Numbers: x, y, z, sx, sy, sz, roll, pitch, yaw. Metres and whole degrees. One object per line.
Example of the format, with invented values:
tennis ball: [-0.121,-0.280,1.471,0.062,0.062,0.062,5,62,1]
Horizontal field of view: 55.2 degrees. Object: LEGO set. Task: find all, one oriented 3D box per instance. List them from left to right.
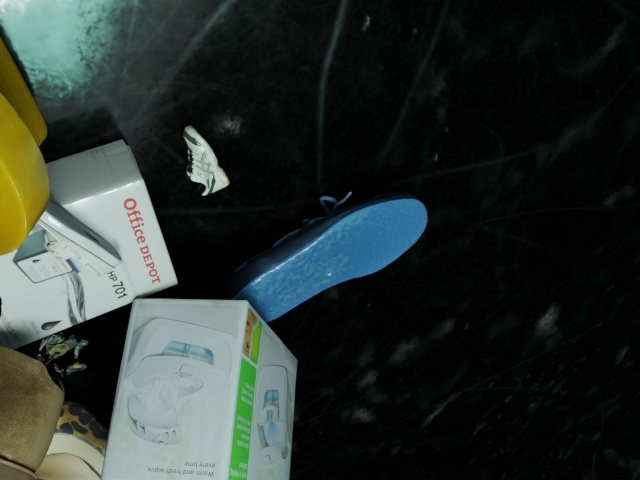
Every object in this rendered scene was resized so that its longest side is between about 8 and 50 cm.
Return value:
LEGO set: [-0.293,0.124,0.693,0.054,0.023,0.083,-5,140,-27]

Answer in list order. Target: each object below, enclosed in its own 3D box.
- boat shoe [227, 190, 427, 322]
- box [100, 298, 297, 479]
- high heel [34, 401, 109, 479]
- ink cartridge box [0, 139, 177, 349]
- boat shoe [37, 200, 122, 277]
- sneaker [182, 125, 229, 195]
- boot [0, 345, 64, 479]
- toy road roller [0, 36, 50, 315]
boat shoe: [0.000,0.000,0.737,0.258,0.089,0.109,-22,121,-10]
box: [-0.117,0.212,0.663,0.126,0.231,0.262,-1,155,10]
high heel: [-0.281,0.284,0.706,0.261,0.186,0.093,14,118,-39]
ink cartridge box: [-0.249,0.006,0.579,0.190,0.082,0.140,-21,133,-16]
boat shoe: [-0.213,0.001,0.516,0.035,0.035,0.100,-42,141,-1]
sneaker: [-0.124,-0.078,0.627,0.037,0.032,0.083,-32,135,-8]
boot: [-0.367,0.146,0.545,0.305,0.115,0.112,6,146,14]
toy road roller: [-0.346,-0.056,0.418,0.329,0.241,0.203,1,134,13]
